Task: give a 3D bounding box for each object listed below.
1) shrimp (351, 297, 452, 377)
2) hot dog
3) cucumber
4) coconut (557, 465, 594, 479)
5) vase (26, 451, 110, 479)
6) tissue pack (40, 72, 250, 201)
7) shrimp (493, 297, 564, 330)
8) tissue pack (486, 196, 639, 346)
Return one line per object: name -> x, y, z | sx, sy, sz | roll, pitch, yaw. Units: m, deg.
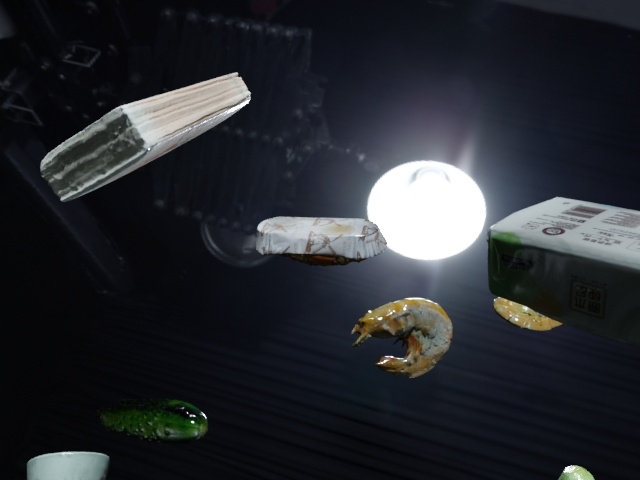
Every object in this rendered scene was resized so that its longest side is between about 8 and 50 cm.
shrimp -> 0.140, 0.166, 0.939 | 0.051, 0.188, 0.132 | 121, 141, -70
hot dog -> 0.000, 0.000, 0.792 | 0.099, 0.192, 0.053 | -79, -11, -61
cucumber -> -0.268, 0.278, 0.863 | 0.069, 0.227, 0.069 | 14, -106, -59
coconut -> 0.570, 0.553, 1.233 | 0.088, 0.088, 0.096 | 25, -115, -79
vase -> -0.304, 0.369, 0.643 | 0.096, 0.096, 0.219 | 86, 177, -59
tissue pack -> -0.235, -0.163, 0.809 | 0.071, 0.170, 0.325 | 59, -155, -13
shrimp -> 0.481, 0.164, 1.210 | 0.115, 0.217, 0.051 | -99, 18, -53
tissue pack -> 0.322, 0.051, 0.607 | 0.159, 0.229, 0.145 | -20, -66, -36
